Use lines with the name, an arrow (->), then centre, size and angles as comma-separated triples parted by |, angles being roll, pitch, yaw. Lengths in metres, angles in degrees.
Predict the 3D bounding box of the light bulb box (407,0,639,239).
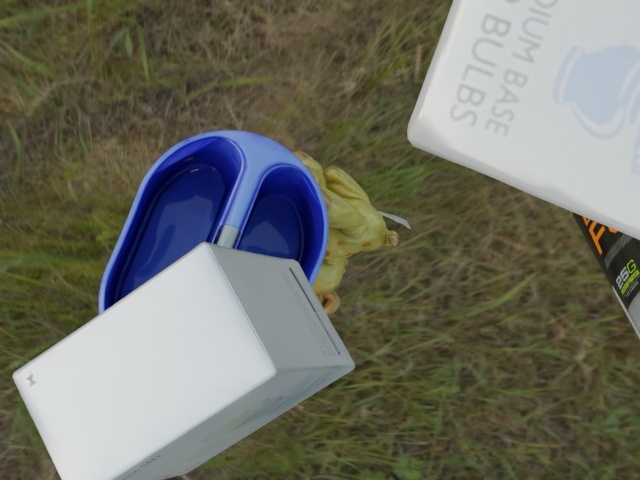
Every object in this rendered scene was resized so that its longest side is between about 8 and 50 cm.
light bulb box -> 0.271, -0.129, 0.310 | 0.361, 0.225, 0.358 | 24, 109, 18

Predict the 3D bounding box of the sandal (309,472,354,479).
sandal -> 0.100, 0.392, 1.421 | 0.302, 0.120, 0.086 | 14, 44, 29

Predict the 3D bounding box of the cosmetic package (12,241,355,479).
cosmetic package -> -0.119, 0.123, 1.054 | 0.224, 0.224, 0.138 | -34, 74, 14

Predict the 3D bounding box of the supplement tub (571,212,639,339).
supplement tub -> 0.230, -0.020, 0.734 | 0.117, 0.117, 0.190 | -16, 61, -11

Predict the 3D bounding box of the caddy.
caddy -> -0.133, 0.033, 1.390 | 0.241, 0.179, 0.341 | 22, 81, -7

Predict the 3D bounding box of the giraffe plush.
giraffe plush -> 0.000, 0.000, 1.613 | 0.210, 0.181, 0.170 | 30, 109, -20
